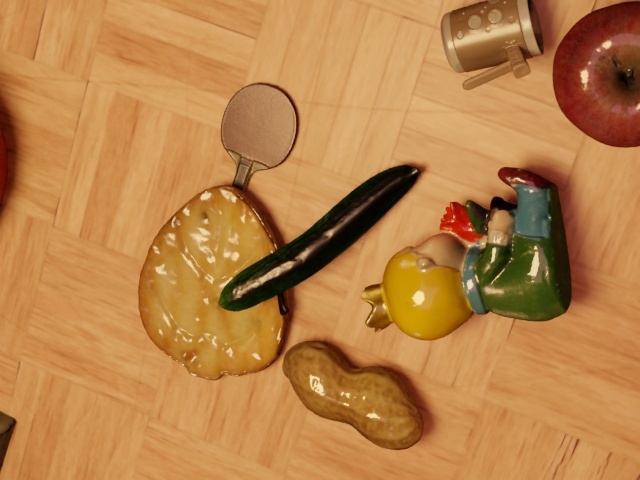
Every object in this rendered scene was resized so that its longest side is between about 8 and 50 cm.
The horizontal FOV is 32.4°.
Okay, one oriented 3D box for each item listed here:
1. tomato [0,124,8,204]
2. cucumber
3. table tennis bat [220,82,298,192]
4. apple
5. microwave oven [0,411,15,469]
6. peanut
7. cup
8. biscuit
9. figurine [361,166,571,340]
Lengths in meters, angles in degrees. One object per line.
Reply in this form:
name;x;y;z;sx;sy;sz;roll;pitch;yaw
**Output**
tomato;-0.571;-0.099;1.353;0.342;0.273;0.341;3;102;16
cucumber;0.000;0.000;1.296;0.284;0.056;0.056;-35;90;5
table tennis bat;-0.082;-0.114;1.340;0.095;0.014;0.158;23;107;10
apple;0.320;-0.173;1.151;0.154;0.120;0.153;4;108;12
microwave oven;-0.643;0.302;1.464;0.355;0.286;0.218;23;109;7
peanut;0.040;0.184;1.334;0.193;0.089;0.089;25;108;10
cup;0.188;-0.212;1.200;0.099;0.074;0.102;-11;78;21
biscuit;-0.128;0.055;1.373;0.203;0.041;0.259;14;109;16
figurine;0.156;0.017;1.245;0.234;0.127;0.185;-6;95;28
